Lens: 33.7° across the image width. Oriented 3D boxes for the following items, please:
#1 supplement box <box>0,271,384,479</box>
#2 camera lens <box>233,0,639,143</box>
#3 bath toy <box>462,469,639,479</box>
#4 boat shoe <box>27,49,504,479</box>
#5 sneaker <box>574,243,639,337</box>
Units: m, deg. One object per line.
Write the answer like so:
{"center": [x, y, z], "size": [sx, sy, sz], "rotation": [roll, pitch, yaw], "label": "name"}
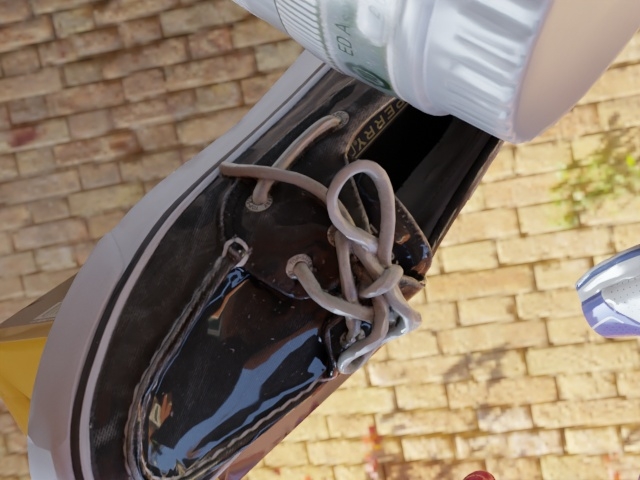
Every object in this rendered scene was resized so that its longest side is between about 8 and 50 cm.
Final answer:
{"center": [-0.094, 0.067, 0.720], "size": [0.194, 0.129, 0.191], "rotation": [-38, -163, -36], "label": "supplement box"}
{"center": [0.012, -0.190, 0.383], "size": [0.274, 0.219, 0.219], "rotation": [36, -155, 16], "label": "camera lens"}
{"center": [0.208, 0.118, 0.467], "size": [0.348, 0.129, 0.151], "rotation": [-24, 149, 8], "label": "bath toy"}
{"center": [0.002, 0.003, 0.463], "size": [0.105, 0.113, 0.306], "rotation": [6, -136, 45], "label": "boat shoe"}
{"center": [0.363, 0.071, 0.863], "size": [0.127, 0.182, 0.315], "rotation": [-4, 167, -39], "label": "sneaker"}
